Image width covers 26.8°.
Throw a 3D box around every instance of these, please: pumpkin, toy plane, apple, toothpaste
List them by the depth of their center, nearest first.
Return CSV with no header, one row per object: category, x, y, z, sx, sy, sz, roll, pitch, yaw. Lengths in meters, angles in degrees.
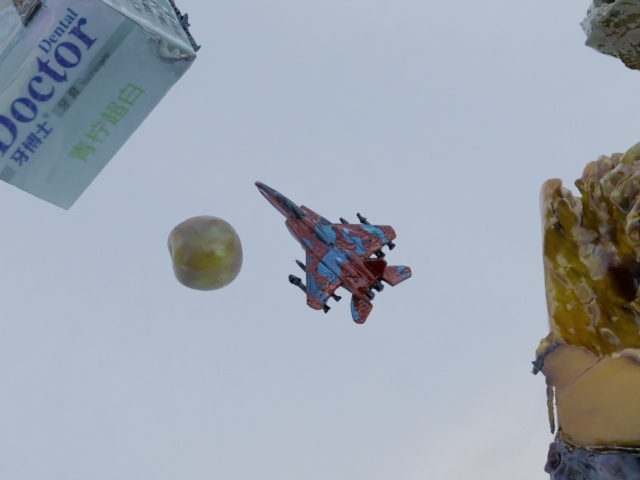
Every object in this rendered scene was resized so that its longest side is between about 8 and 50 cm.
toothpaste,-0.141,-0.150,0.576,0.081,0.067,0.336,-47,41,18
pumpkin,0.315,0.035,1.144,0.303,0.256,0.225,-29,40,31
toy plane,0.000,0.002,1.412,0.189,0.061,0.130,38,67,21
apple,-0.164,0.015,1.876,0.102,0.099,0.114,-10,51,-24

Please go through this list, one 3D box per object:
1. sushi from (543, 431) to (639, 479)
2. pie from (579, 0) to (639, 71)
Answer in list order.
sushi,0.336,0.308,1.416,0.171,0.270,0.236,-4,5,-43
pie,0.328,-0.133,0.974,0.282,0.128,0.068,19,76,-11
